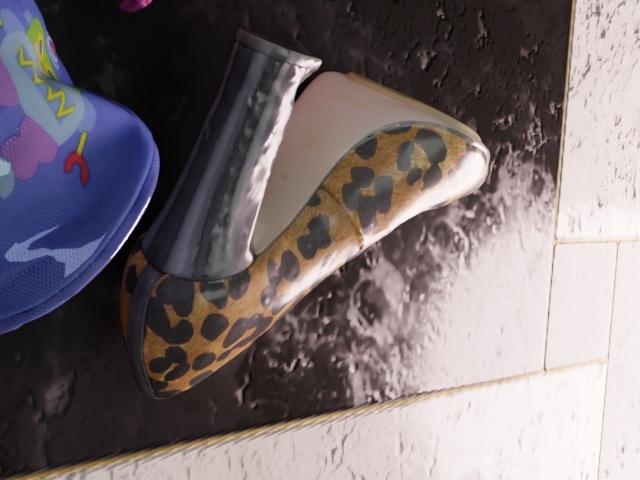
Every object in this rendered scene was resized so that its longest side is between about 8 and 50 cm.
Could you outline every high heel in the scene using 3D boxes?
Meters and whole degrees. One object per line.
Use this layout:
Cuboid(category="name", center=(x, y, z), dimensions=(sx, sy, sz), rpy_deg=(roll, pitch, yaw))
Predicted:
Cuboid(category="high heel", center=(0.000, 0.000, 0.587), dimensions=(0.261, 0.093, 0.186), rpy_deg=(10, 107, -55))

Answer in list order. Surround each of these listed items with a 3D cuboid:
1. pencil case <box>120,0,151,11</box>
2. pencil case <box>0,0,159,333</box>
Cuboid(category="pencil case", center=(-0.058, -0.227, 0.462), dimensions=(0.104, 0.104, 0.236), rpy_deg=(-20, 109, -43))
Cuboid(category="pencil case", center=(-0.170, -0.111, 0.346), dimensions=(0.306, 0.119, 0.133), rpy_deg=(62, 31, -32))
